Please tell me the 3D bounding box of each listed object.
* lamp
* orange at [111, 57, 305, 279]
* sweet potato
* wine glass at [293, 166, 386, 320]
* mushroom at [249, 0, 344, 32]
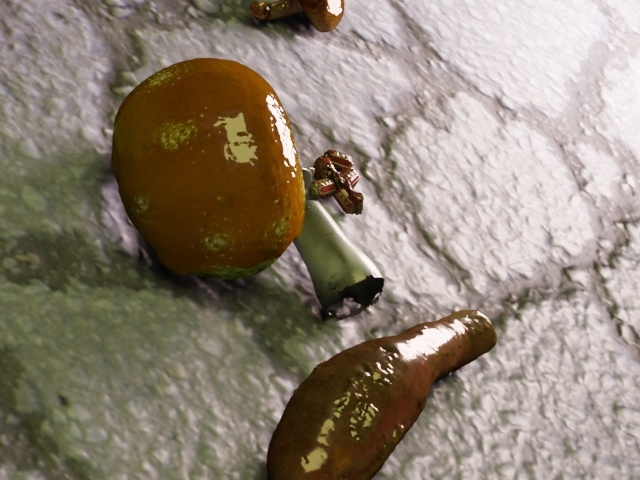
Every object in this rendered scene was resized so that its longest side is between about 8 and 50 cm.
[{"bbox_3d":[0.019,-0.066,1.972,0.063,0.031,0.083,23,35,-12],"label":"lamp"},{"bbox_3d":[-0.114,-0.084,1.796,0.179,0.158,0.237,-14,49,-1],"label":"orange"},{"bbox_3d":[0.057,0.138,1.723,0.109,0.109,0.385,39,38,10],"label":"sweet potato"},{"bbox_3d":[0.000,0.000,1.855,0.072,0.072,0.155,-9,54,-39],"label":"wine glass"},{"bbox_3d":[-0.021,-0.278,2.140,0.129,0.073,0.088,-22,92,-43],"label":"mushroom"}]
